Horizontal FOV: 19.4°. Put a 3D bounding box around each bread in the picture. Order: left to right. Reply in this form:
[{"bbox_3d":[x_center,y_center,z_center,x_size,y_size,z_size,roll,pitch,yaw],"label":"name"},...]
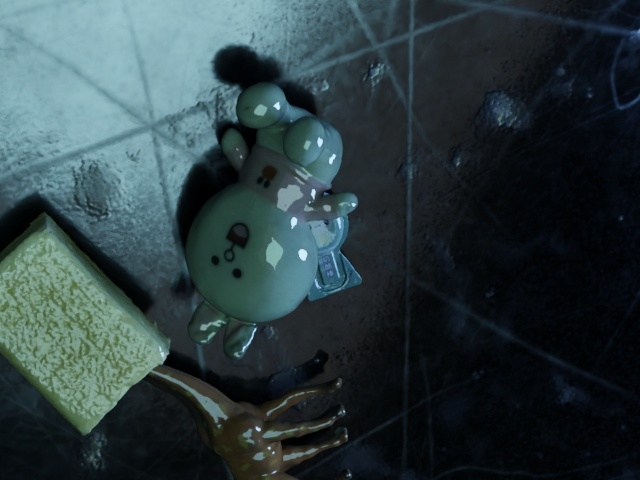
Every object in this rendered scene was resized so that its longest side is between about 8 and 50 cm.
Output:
[{"bbox_3d":[-0.250,0.080,1.835,0.125,0.068,0.188,-43,101,3],"label":"bread"}]

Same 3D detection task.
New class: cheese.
[{"bbox_3d":[0.000,0.000,1.901,0.067,0.026,0.121,-19,115,-5],"label":"cheese"}]

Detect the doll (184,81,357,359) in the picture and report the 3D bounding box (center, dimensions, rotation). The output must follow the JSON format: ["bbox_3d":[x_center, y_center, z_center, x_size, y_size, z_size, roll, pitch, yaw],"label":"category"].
[{"bbox_3d":[-0.050,-0.019,1.831,0.154,0.113,0.275,25,112,19],"label":"doll"}]

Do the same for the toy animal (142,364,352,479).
[{"bbox_3d":[-0.089,0.176,1.931,0.229,0.066,0.224,-8,114,-1],"label":"toy animal"}]
